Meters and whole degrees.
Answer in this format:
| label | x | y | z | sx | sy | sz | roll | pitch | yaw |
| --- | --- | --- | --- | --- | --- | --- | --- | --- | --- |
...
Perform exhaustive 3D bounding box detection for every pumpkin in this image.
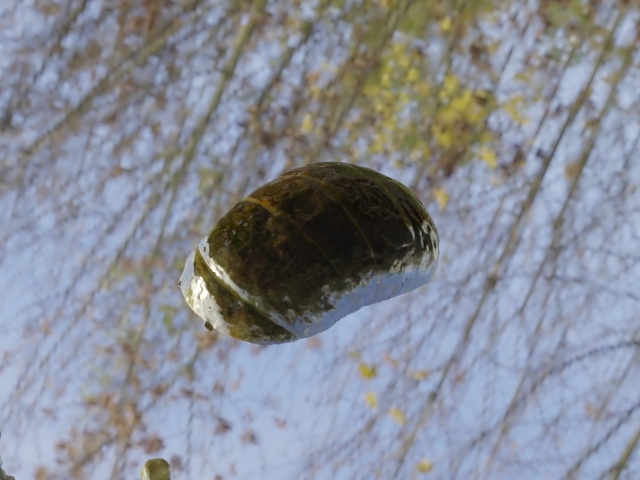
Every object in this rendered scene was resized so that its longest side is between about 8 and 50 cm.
| label | x | y | z | sx | sy | sz | roll | pitch | yaw |
| --- | --- | --- | --- | --- | --- | --- | --- | --- | --- |
| pumpkin | -0.001 | -0.001 | 0.446 | 0.083 | 0.028 | 0.050 | -33 | -122 | -33 |

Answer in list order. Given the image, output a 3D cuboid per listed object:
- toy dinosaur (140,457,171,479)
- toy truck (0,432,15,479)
| label | x | y | z | sx | sy | sz | roll | pitch | yaw |
| --- | --- | --- | --- | --- | --- | --- | --- | --- | --- |
| toy dinosaur | -0.075 | 0.224 | 0.837 | 0.152 | 0.194 | 0.177 | 30 | 178 | -33 |
| toy truck | -0.392 | 0.164 | 1.060 | 0.387 | 0.173 | 0.207 | 12 | -129 | -47 |
